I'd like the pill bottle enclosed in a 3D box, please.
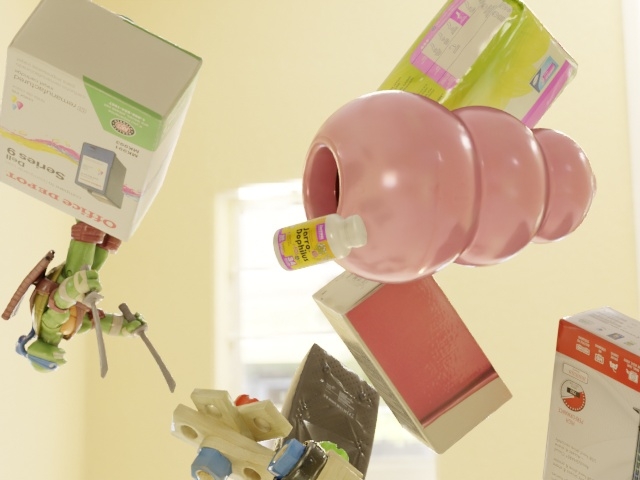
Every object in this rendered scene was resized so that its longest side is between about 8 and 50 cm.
[{"bbox_3d":[0.000,0.000,1.323,0.083,0.043,0.043,-15,165,22],"label":"pill bottle"}]

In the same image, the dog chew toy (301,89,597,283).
[{"bbox_3d":[0.152,-0.059,1.526,0.332,0.206,0.206,-2,171,-24],"label":"dog chew toy"}]

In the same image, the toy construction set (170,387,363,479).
[{"bbox_3d":[-0.069,0.255,1.077,0.151,0.327,0.215,28,142,-15],"label":"toy construction set"}]

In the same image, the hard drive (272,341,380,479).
[{"bbox_3d":[0.005,0.305,2.211,0.172,0.254,0.054,39,133,-24],"label":"hard drive"}]

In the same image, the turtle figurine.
[{"bbox_3d":[-0.278,0.062,1.889,0.275,0.266,0.198,5,169,43],"label":"turtle figurine"}]

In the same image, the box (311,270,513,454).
[{"bbox_3d":[0.116,0.135,1.803,0.127,0.232,0.148,-37,-164,-9],"label":"box"}]

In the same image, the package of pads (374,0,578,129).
[{"bbox_3d":[0.167,-0.159,1.726,0.101,0.296,0.229,42,-173,30],"label":"package of pads"}]

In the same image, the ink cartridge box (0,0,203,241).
[{"bbox_3d":[-0.214,-0.113,1.318,0.154,0.093,0.212,27,147,-1],"label":"ink cartridge box"}]

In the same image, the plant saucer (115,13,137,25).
[{"bbox_3d":[-0.290,-0.261,2.000,0.021,0.119,0.119,-4,170,34],"label":"plant saucer"}]

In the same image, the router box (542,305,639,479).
[{"bbox_3d":[0.407,0.274,1.621,0.082,0.301,0.335,-12,-156,-34],"label":"router box"}]
